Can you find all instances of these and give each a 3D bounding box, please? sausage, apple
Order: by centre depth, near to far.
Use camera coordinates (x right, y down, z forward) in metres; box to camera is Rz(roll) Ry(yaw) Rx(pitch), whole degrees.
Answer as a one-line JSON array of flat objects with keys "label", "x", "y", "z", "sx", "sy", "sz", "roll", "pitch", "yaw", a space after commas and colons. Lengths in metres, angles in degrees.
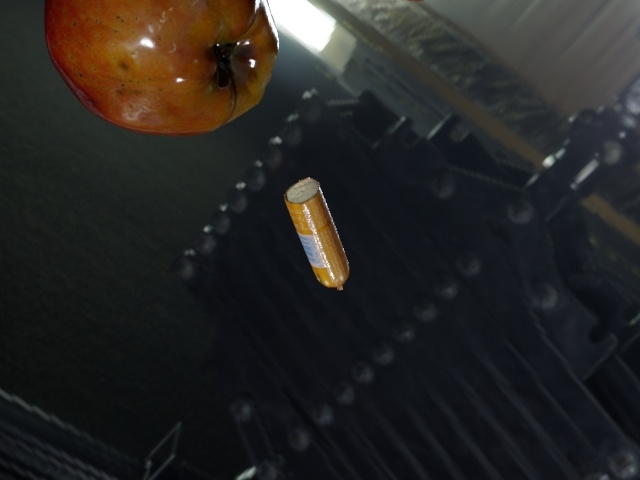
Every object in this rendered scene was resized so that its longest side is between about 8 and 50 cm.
[{"label": "apple", "x": -0.110, "y": -0.155, "z": 0.752, "sx": 0.158, "sy": 0.156, "sz": 0.147, "roll": 24, "pitch": 163, "yaw": 44}, {"label": "sausage", "x": 0.000, "y": 0.000, "z": 0.869, "sx": 0.031, "sy": 0.031, "sz": 0.107, "roll": -93, "pitch": -14, "yaw": -50}]
